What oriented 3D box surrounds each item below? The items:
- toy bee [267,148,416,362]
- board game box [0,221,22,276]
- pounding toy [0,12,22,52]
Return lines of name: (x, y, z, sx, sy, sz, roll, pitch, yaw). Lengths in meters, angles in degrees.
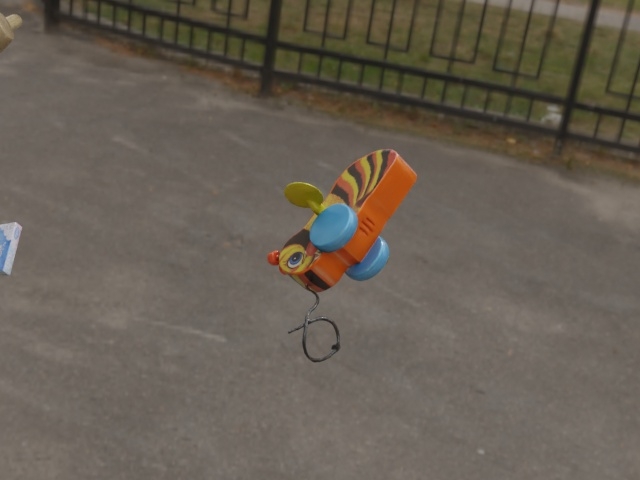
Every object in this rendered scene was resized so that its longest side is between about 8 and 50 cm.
toy bee: (0.000, 0.000, 1.293, 0.162, 0.195, 0.298, 7, 41, 48)
board game box: (-0.529, 0.018, 1.511, 0.090, 0.020, 0.090, -8, 57, 19)
pounding toy: (-0.361, -0.214, 0.804, 0.154, 0.155, 0.269, -28, 56, -4)
